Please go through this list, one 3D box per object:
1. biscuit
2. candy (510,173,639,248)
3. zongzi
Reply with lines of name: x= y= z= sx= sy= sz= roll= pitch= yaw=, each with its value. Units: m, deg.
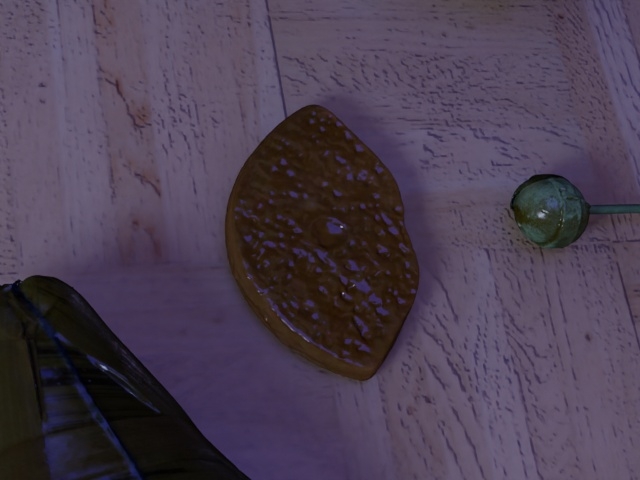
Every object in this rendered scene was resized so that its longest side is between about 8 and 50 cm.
biscuit: x=0.000 y=0.000 z=1.026 sx=0.142 sy=0.029 sz=0.221 roll=-8 pitch=68 yaw=-20
candy: x=0.242 y=-0.026 z=1.100 sx=0.202 sy=0.061 sz=0.061 roll=-2 pitch=65 yaw=-25
zongzi: x=-0.083 y=0.143 z=0.893 sx=0.289 sy=0.123 sz=0.260 roll=-3 pitch=62 yaw=-27
